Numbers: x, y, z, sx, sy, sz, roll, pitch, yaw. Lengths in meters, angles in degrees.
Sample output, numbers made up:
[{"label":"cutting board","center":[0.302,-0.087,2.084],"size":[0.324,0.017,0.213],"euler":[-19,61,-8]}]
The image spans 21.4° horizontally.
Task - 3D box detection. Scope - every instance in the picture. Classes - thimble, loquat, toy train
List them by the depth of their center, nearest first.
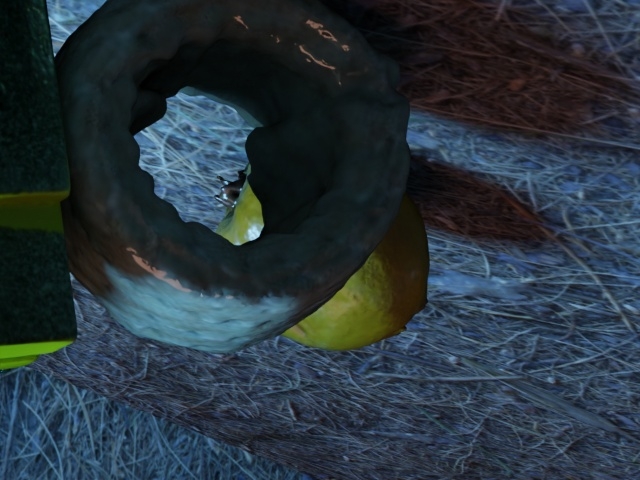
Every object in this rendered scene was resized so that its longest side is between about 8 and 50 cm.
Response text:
[{"label":"toy train","center":[-0.292,-0.078,1.242],"size":[0.179,0.442,0.272],"euler":[-4,169,-30]},{"label":"thimble","center":[-0.074,-0.066,1.313],"size":[0.291,0.291,0.195],"euler":[22,161,-15]},{"label":"loquat","center":[0.000,0.000,1.595],"size":[0.234,0.176,0.187],"euler":[33,122,6]}]
